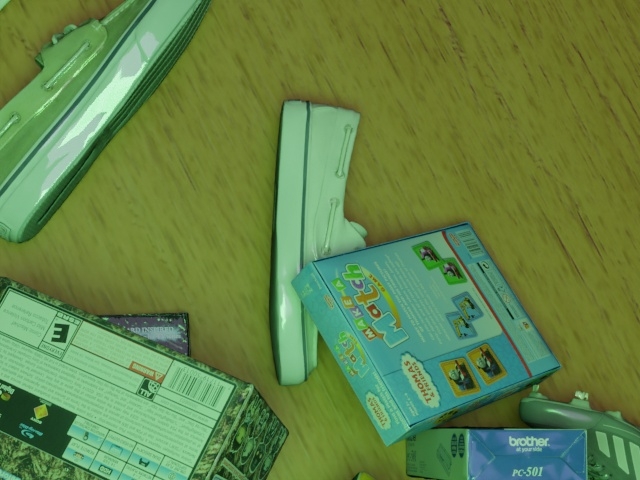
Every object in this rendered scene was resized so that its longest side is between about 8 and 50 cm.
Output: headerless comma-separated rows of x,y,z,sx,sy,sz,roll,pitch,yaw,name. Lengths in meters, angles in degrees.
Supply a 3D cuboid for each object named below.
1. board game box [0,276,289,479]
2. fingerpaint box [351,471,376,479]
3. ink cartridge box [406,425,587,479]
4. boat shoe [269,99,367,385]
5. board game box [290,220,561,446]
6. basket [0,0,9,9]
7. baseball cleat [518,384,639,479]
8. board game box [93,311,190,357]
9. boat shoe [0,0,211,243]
-0.197,0.213,1.039,0.232,0.141,0.291,22,73,19,board game box
0.113,0.457,1.027,0.445,0.163,0.371,35,39,-3,fingerpaint box
0.140,0.178,1.145,0.097,0.207,0.046,2,82,-10,ink cartridge box
0.000,0.000,1.210,0.084,0.095,0.258,3,81,-5,boat shoe
0.094,0.073,1.171,0.211,0.039,0.160,-12,65,-46,board game box
-0.327,-0.248,1.161,0.103,0.167,0.113,39,76,3,basket
0.259,0.205,1.216,0.206,0.072,0.109,21,78,-18,baseball cleat
-0.205,0.127,1.187,0.186,0.026,0.126,-1,80,-10,board game box
-0.206,-0.139,1.194,0.094,0.109,0.302,37,79,0,boat shoe
